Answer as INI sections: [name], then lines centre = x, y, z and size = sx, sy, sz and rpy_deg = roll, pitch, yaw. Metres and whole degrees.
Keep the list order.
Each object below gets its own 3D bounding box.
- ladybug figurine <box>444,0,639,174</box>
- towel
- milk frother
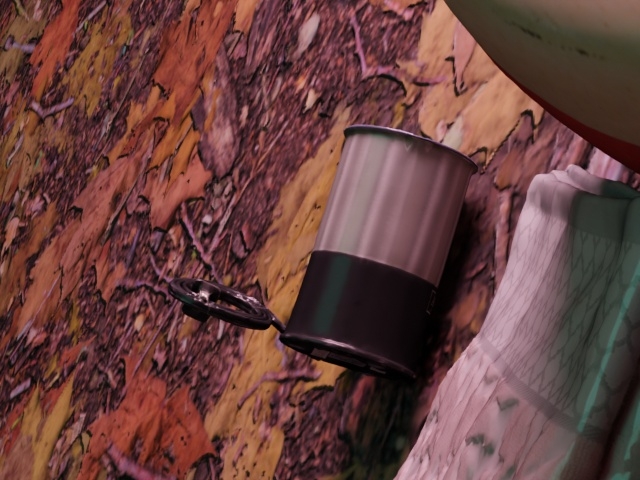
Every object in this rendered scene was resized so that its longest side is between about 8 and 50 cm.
[ladybug figurine]
centre = 0.193, -0.134, 0.783
size = 0.305, 0.162, 0.449
rpy_deg = -20, 35, 1
[towel]
centre = 0.073, 0.117, 0.866
size = 0.332, 0.053, 0.317
rpy_deg = -110, 46, -85
[milk frother]
centre = 0.000, 0.000, 1.129
size = 0.129, 0.143, 0.134
rpy_deg = -11, 61, 68
